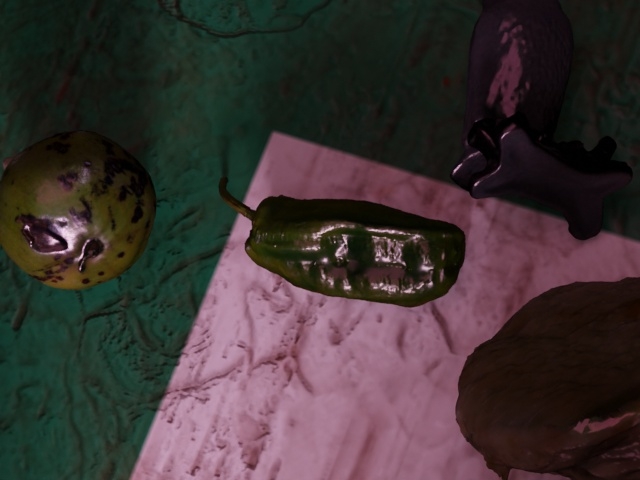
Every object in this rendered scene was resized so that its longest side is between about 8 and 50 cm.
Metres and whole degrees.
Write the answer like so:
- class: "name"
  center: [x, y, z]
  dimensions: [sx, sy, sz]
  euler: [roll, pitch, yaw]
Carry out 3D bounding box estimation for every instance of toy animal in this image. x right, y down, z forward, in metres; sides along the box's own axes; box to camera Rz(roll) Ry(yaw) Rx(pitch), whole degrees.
- class: "toy animal"
  center: [0.142, -0.106, 1.111]
  dimensions: [0.117, 0.121, 0.210]
  euler: [-48, 36, 46]

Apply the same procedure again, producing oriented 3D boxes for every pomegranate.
- class: "pomegranate"
  center: [-0.190, -0.029, 1.162]
  dimensions: [0.122, 0.122, 0.161]
  euler: [-52, 39, -3]

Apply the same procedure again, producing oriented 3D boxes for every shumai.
- class: "shumai"
  center: [0.192, 0.107, 1.005]
  dimensions: [0.201, 0.201, 0.120]
  euler: [-24, 110, 9]

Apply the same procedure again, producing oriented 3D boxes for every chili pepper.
- class: "chili pepper"
  center: [0.000, 0.002, 1.115]
  dimensions: [0.204, 0.073, 0.072]
  euler: [11, 91, 21]
